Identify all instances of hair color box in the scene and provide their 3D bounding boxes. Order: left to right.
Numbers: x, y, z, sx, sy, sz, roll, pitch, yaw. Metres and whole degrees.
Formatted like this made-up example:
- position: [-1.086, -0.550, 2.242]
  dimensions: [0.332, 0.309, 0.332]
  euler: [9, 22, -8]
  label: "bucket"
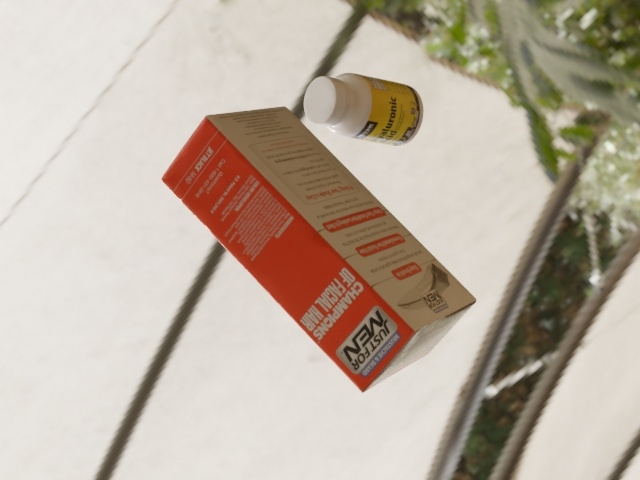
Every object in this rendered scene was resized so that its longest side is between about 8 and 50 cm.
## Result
- position: [0.000, 0.000, 0.722]
  dimensions: [0.167, 0.053, 0.093]
  euler: [45, -155, 15]
  label: "hair color box"

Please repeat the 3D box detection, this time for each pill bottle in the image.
- position: [0.042, -0.131, 1.261]
  dimensions: [0.116, 0.065, 0.065]
  euler: [5, -142, -42]
  label: "pill bottle"
